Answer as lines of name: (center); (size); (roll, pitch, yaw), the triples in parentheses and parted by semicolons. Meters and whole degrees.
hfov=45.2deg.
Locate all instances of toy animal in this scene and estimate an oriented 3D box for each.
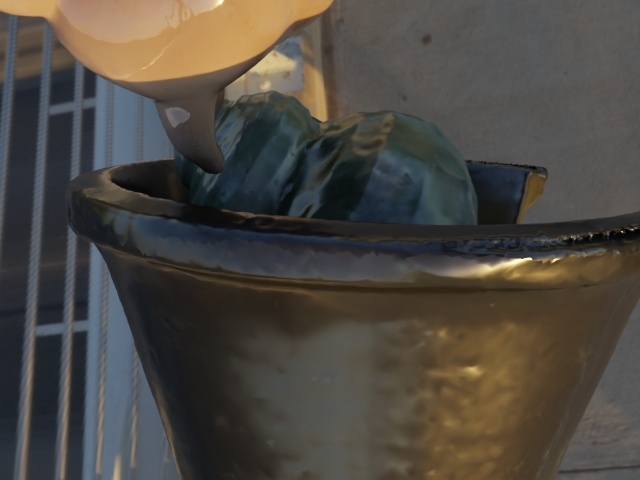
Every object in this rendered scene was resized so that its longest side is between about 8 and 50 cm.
toy animal: (-0.060, -0.183, 0.397); (0.166, 0.154, 0.250); (30, 64, -22)

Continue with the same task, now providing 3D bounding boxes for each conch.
conch: (0.000, 0.000, 0.514); (0.220, 0.195, 0.277); (-42, 85, -4)

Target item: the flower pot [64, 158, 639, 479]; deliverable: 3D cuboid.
flower pot: (0.021, 0.076, 0.507); (0.379, 0.379, 0.251); (7, 103, 16)

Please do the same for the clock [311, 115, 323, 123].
clock: (-0.079, -0.033, 1.086); (0.318, 0.066, 0.319); (-4, 79, 18)
